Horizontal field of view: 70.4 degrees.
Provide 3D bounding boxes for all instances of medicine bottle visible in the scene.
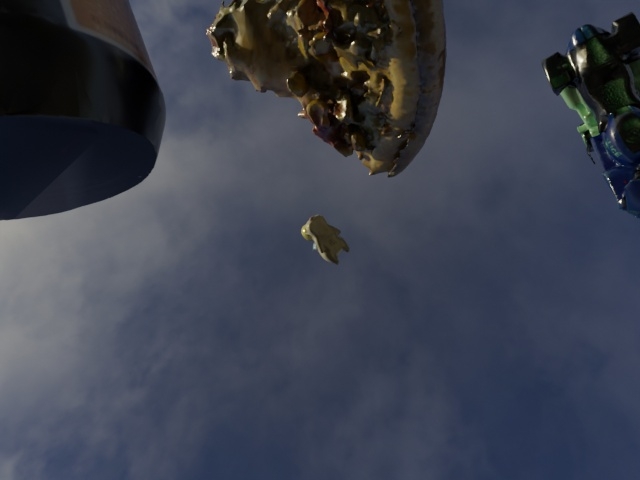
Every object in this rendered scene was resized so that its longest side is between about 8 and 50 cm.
[{"bbox_3d":[-0.291,-0.226,0.391,0.243,0.242,0.395,-18,-101,2],"label":"medicine bottle"}]

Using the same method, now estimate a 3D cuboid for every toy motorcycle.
[{"bbox_3d":[0.431,-0.147,0.631,0.125,0.196,0.331,-25,-102,31],"label":"toy motorcycle"}]

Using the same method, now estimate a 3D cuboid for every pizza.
[{"bbox_3d":[0.009,-0.198,0.456,0.288,0.251,0.074,31,-118,-4],"label":"pizza"}]

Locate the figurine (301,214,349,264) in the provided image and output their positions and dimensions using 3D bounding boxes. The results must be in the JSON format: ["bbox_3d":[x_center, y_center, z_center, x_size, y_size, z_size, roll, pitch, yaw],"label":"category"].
[{"bbox_3d":[0.000,0.000,0.677,0.047,0.051,0.083,-45,-71,-32],"label":"figurine"}]
